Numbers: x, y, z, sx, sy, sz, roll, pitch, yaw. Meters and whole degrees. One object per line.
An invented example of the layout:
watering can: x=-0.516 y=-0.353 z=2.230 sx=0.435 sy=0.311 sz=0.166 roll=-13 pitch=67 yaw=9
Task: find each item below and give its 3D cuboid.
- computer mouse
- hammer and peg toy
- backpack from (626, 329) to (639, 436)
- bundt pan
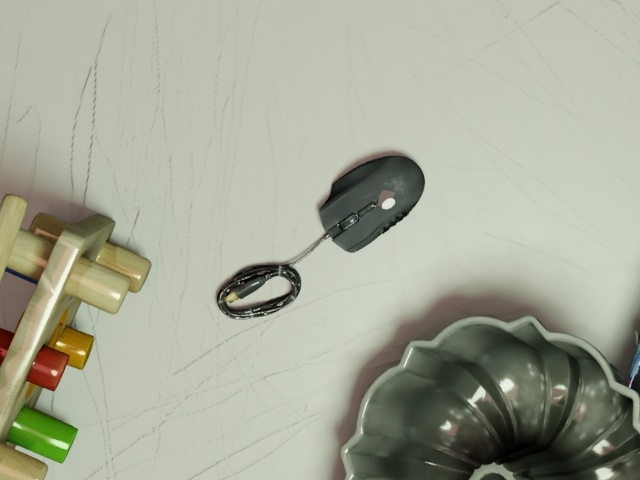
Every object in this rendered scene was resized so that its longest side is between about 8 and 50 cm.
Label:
computer mouse: x=0.000 y=0.000 z=1.781 sx=0.242 sy=0.041 sz=0.071 roll=-39 pitch=94 yaw=4
hammer and peg toy: x=-0.258 y=0.098 z=1.630 sx=0.127 sy=0.361 sz=0.266 roll=24 pitch=93 yaw=-1
backpack: x=0.372 y=0.127 z=1.748 sx=0.158 sy=0.117 sz=0.173 roll=22 pitch=96 yaw=-1
bundt pan: x=0.186 y=0.238 z=1.703 sx=0.331 sy=0.124 sz=0.330 roll=-6 pitch=79 yaw=30
